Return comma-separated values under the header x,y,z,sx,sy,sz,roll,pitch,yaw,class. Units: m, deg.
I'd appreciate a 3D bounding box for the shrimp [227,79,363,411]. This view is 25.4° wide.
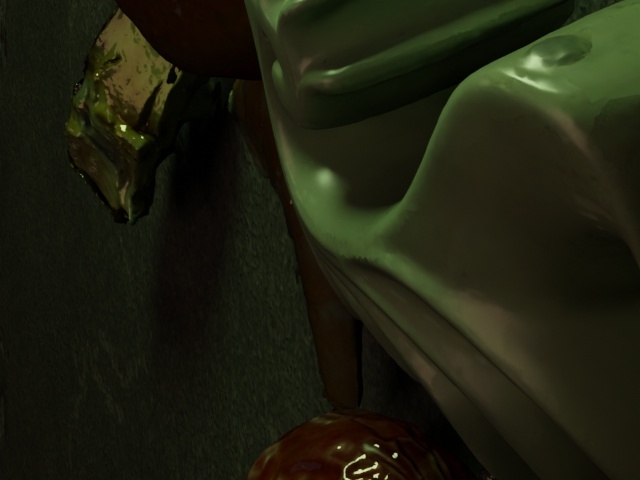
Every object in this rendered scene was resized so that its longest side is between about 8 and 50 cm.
x,y,z,sx,sy,sz,roll,pitch,yaw,class
-0.003,-0.025,1.008,0.185,0.068,0.287,95,157,-67,shrimp

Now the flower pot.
x,y,z,sx,sy,sz,roll,pitch,yaw,class
0.087,-0.030,0.649,0.367,0.164,0.254,51,161,54,flower pot

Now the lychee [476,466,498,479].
x,y,z,sx,sy,sz,roll,pitch,yaw,class
0.123,0.145,0.799,0.067,0.068,0.083,47,-163,-57,lychee

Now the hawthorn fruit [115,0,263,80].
x,y,z,sx,sy,sz,roll,pitch,yaw,class
-0.026,-0.228,0.902,0.262,0.210,0.210,-40,54,35,hawthorn fruit

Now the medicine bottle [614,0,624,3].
x,y,z,sx,sy,sz,roll,pitch,yaw,class
0.181,-0.113,0.599,0.130,0.080,0.080,-138,49,-57,medicine bottle

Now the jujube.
x,y,z,sx,sy,sz,roll,pitch,yaw,class
0.042,0.200,0.879,0.236,0.168,0.168,27,118,60,jujube

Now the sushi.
x,y,z,sx,sy,sz,roll,pitch,yaw,class
-0.160,-0.115,1.341,0.139,0.131,0.291,52,138,16,sushi
